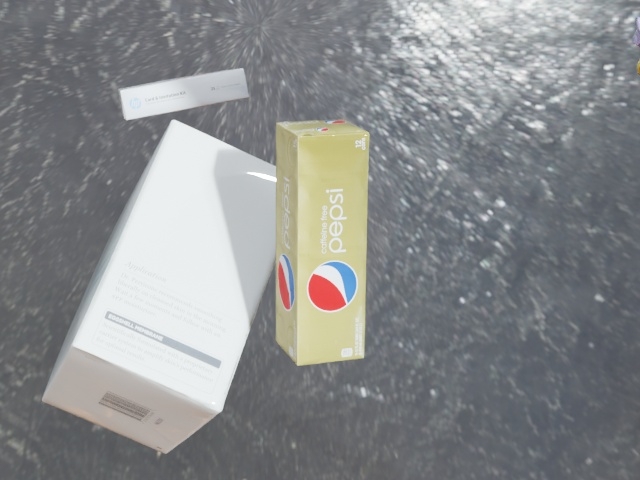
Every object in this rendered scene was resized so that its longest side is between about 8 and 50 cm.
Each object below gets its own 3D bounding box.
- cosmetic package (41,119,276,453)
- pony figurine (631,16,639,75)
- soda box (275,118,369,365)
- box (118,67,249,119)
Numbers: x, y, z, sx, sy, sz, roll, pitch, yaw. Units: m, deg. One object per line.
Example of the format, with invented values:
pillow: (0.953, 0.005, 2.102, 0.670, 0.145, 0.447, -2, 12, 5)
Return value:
cosmetic package: (-0.138, 0.049, 1.094, 0.138, 0.224, 0.225, 26, 65, -10)
pony figurine: (0.502, -0.344, 1.462, 0.350, 0.303, 0.364, 20, 65, 4)
soda box: (0.000, 0.000, 0.933, 0.058, 0.061, 0.181, -5, 107, -18)
box: (-0.169, -0.177, 1.453, 0.145, 0.186, 0.038, -11, 100, -8)
